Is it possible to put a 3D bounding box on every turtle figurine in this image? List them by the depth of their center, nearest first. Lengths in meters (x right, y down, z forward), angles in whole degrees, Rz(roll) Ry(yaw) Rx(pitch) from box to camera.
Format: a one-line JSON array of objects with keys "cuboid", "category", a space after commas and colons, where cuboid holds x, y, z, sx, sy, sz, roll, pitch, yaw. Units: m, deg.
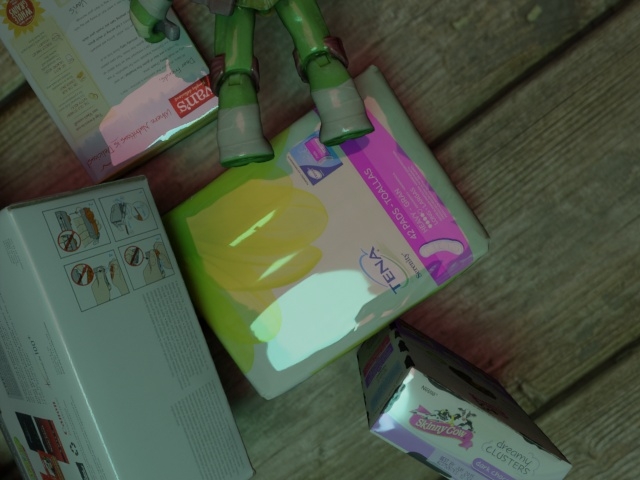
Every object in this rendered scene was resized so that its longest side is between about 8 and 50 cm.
[{"cuboid": [-0.057, -0.206, 0.483, 0.198, 0.275, 0.266, -16, 95, -38], "category": "turtle figurine"}]

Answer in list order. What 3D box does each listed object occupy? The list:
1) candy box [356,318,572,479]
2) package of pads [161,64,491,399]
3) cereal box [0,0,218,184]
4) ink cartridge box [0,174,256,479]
[{"cuboid": [0.126, 0.162, 0.538, 0.165, 0.196, 0.070, 33, 96, -3], "category": "candy box"}, {"cuboid": [0.000, 0.000, 0.569, 0.297, 0.101, 0.229, -34, 94, 5], "category": "package of pads"}, {"cuboid": [-0.229, -0.203, 0.573, 0.173, 0.047, 0.240, -30, 96, 3], "category": "cereal box"}, {"cuboid": [-0.243, 0.122, 0.545, 0.272, 0.130, 0.309, -12, 98, 42], "category": "ink cartridge box"}]
